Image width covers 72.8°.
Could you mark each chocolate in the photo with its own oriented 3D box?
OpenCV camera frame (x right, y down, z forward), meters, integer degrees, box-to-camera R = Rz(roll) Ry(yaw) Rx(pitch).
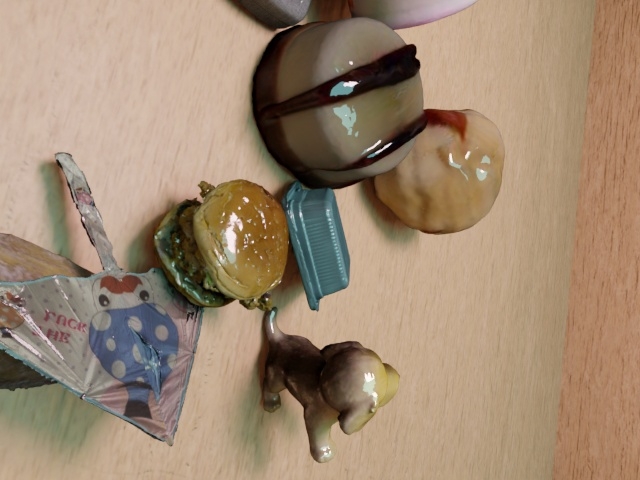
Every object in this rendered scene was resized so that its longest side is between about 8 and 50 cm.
[{"bbox_3d":[0.054,-0.215,0.679,0.283,0.186,0.284,-2,92,-47],"label":"chocolate"}]

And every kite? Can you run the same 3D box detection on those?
[{"bbox_3d":[-0.203,0.055,0.444,0.315,0.011,0.335,68,17,7],"label":"kite"}]

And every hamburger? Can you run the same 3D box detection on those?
[{"bbox_3d":[-0.105,0.015,0.534,0.185,0.131,0.159,63,28,-22],"label":"hamburger"}]

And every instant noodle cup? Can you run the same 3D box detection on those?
[{"bbox_3d":[0.000,0.000,0.660,0.157,0.070,0.179,-79,156,-72],"label":"instant noodle cup"}]

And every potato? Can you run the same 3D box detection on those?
[{"bbox_3d":[-0.294,0.066,0.414,0.120,0.100,0.261,-41,148,6],"label":"potato"}]

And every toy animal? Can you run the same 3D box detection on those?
[{"bbox_3d":[0.006,0.203,0.622,0.121,0.233,0.169,-24,117,-38],"label":"toy animal"}]

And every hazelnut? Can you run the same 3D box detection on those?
[{"bbox_3d":[0.229,-0.135,0.863,0.260,0.241,0.261,-1,92,-17],"label":"hazelnut"}]

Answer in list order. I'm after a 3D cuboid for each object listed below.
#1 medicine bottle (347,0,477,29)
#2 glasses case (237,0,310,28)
[{"bbox_3d":[0.113,-0.525,0.604,0.219,0.219,0.389,-47,136,-34],"label":"medicine bottle"},{"bbox_3d":[-0.053,-0.483,0.637,0.131,0.074,0.324,20,77,-47],"label":"glasses case"}]
